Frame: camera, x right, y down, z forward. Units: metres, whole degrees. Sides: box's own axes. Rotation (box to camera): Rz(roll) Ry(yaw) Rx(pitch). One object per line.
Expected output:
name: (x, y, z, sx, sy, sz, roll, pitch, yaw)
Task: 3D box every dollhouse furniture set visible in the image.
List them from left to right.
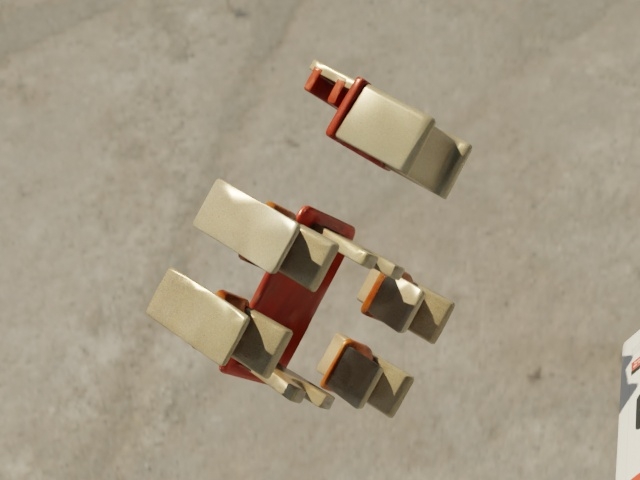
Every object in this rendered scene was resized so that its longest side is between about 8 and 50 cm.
dollhouse furniture set: (0.000, 0.000, 1.134, 0.135, 0.262, 0.259, 30, 92, 35)

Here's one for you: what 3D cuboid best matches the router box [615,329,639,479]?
router box: (0.356, 0.092, 1.011, 0.082, 0.335, 0.301, 36, 34, -10)
